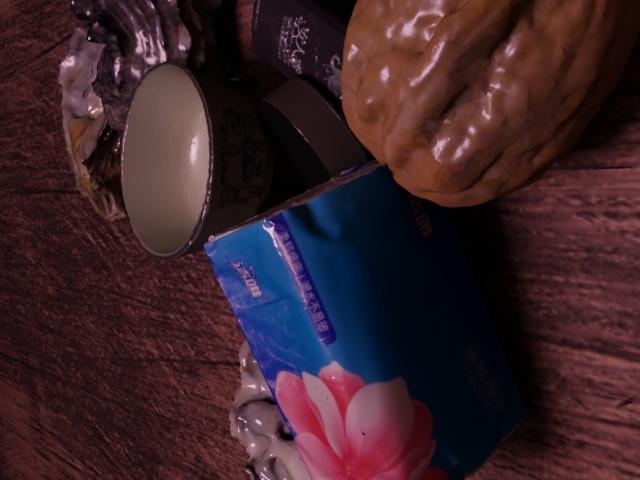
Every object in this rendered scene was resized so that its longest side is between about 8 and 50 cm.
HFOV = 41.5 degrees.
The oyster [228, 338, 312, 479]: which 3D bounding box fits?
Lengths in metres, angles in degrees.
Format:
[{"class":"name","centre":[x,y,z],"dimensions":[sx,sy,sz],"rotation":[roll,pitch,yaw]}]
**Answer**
[{"class":"oyster","centre":[0.014,0.195,0.912],"dimensions":[0.351,0.115,0.237],"rotation":[42,121,32]}]

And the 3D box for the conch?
[{"class":"conch","centre":[-0.209,-0.252,1.055],"dimensions":[0.241,0.186,0.312],"rotation":[30,139,60]}]

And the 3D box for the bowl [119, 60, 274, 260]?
[{"class":"bowl","centre":[-0.126,-0.085,0.925],"dimensions":[0.211,0.112,0.211],"rotation":[2,93,54]}]

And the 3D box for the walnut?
[{"class":"walnut","centre":[0.117,-0.140,0.609],"dimensions":[0.245,0.198,0.198],"rotation":[-53,57,31]}]

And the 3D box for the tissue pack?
[{"class":"tissue pack","centre":[0.051,0.074,0.715],"dimensions":[0.137,0.209,0.269],"rotation":[-19,96,46]}]

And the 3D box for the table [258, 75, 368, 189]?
[{"class":"table","centre":[-0.006,-0.099,0.855],"dimensions":[0.133,0.043,0.133],"rotation":[49,170,12]}]

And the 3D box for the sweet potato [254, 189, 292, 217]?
[{"class":"sweet potato","centre":[0.000,0.000,0.915],"dimensions":[0.314,0.066,0.072],"rotation":[32,140,42]}]

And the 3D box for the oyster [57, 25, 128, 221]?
[{"class":"oyster","centre":[-0.319,-0.191,1.249],"dimensions":[0.275,0.100,0.271],"rotation":[48,132,52]}]

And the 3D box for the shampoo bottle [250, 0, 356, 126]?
[{"class":"shampoo bottle","centre":[0.043,-0.161,0.815],"dimensions":[0.309,0.071,0.098],"rotation":[43,133,34]}]
